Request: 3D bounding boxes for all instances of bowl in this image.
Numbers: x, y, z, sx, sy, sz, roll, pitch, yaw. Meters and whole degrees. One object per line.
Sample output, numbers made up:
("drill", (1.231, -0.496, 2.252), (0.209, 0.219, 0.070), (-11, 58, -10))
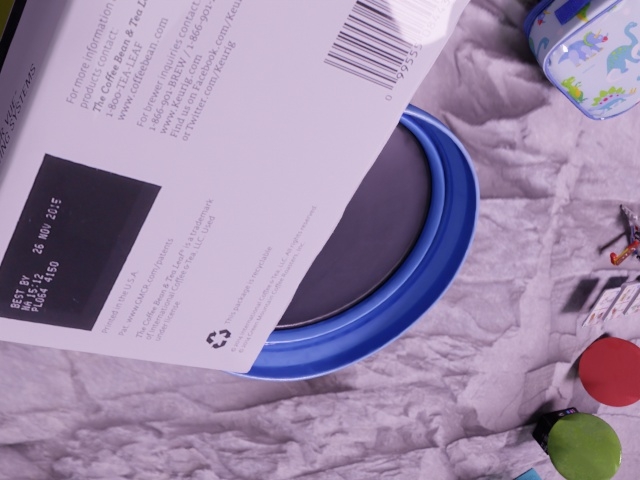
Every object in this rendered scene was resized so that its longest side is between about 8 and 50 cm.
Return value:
("bowl", (0.000, 0.000, 0.897), (0.391, 0.077, 0.391), (-14, 130, -17))

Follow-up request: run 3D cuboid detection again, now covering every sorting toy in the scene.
("sorting toy", (0.501, 0.350, 1.382), (0.126, 0.127, 0.365), (10, 101, -57))

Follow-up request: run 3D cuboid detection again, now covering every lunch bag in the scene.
("lunch bag", (0.351, -0.248, 0.847), (0.219, 0.090, 0.176), (-37, 138, 28))

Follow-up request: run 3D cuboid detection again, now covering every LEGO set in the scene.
("LEGO set", (0.513, 0.023, 1.225), (0.182, 0.060, 0.244), (-7, 130, -39))

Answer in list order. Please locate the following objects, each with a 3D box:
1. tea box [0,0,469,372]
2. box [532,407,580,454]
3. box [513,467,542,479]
("tea box", (-0.117, -0.139, 0.553), (0.220, 0.323, 0.329), (15, 118, -35))
("box", (0.456, 0.361, 1.441), (0.083, 0.052, 0.062), (-5, 127, -25))
("box", (0.355, 0.569, 1.547), (0.244, 0.060, 0.100), (-31, 133, -3))
